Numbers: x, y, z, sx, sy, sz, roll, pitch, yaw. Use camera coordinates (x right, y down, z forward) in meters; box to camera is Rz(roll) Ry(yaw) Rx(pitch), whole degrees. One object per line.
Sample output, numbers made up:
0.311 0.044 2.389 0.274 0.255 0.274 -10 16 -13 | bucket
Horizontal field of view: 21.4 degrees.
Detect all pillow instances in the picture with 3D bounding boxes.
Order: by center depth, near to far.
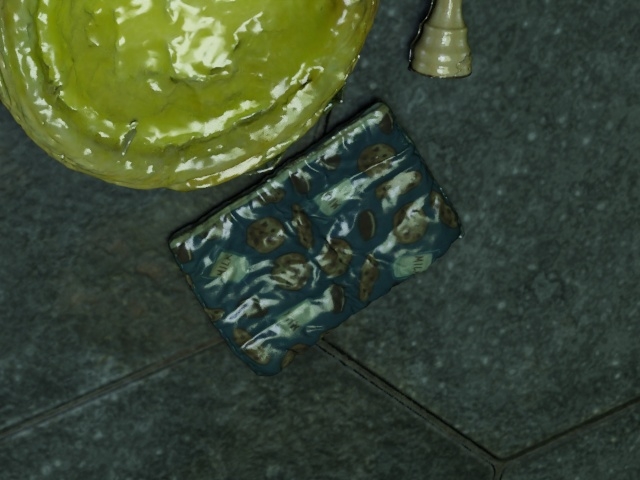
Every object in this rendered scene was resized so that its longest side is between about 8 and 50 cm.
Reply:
-0.001 0.002 1.607 0.255 0.034 0.189 -35 123 -3 | pillow

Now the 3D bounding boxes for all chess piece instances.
0.116 -0.233 1.523 0.060 0.060 0.172 -3 113 -18 | chess piece

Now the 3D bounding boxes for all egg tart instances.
-0.114 -0.210 1.404 0.345 0.132 0.345 -8 117 -15 | egg tart
